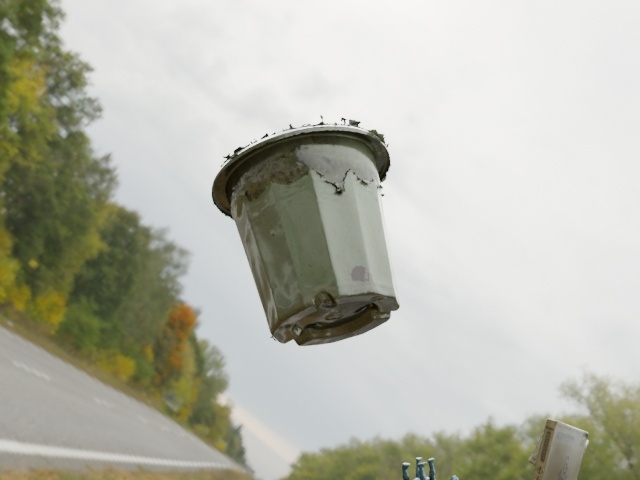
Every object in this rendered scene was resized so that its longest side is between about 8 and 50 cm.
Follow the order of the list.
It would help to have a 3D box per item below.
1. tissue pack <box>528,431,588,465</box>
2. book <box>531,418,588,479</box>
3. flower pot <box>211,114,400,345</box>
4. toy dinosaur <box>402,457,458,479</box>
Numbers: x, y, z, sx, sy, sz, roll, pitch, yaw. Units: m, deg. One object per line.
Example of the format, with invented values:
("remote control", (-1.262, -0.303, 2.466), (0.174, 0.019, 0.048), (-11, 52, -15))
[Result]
("tissue pack", (0.355, 0.313, 1.303), (0.083, 0.062, 0.042), (18, 9, -45))
("book", (0.281, 0.324, 1.079), (0.016, 0.199, 0.138), (11, -10, 36))
("flower pot", (0.000, 0.000, 1.274), (0.290, 0.290, 0.259), (73, 2, -65))
("toy dinosaur", (0.144, 0.365, 1.289), (0.045, 0.080, 0.197), (-10, -4, 43))
